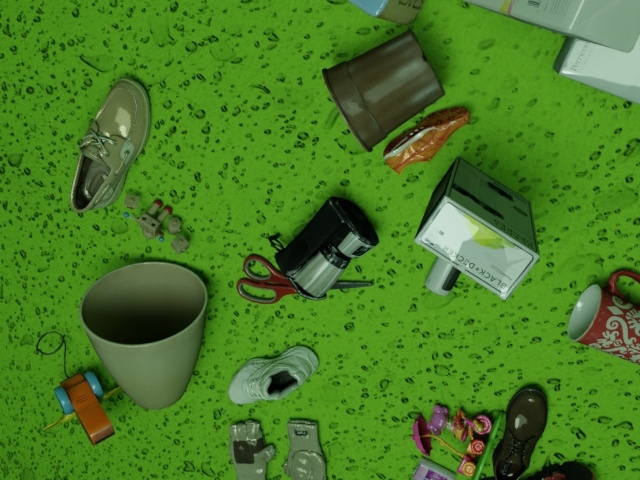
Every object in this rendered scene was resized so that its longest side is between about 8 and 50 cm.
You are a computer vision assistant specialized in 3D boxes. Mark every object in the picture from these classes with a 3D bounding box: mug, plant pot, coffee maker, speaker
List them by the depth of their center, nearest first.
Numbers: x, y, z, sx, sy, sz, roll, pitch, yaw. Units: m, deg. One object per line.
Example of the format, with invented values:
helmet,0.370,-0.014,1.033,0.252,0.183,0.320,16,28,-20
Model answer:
plant pot,0.114,-0.265,1.080,0.165,0.167,0.167,-29,99,16
mug,0.556,0.148,1.117,0.169,0.113,0.150,24,115,4
speaker,0.250,0.036,1.196,0.055,0.055,0.136,26,113,6
coffee maker,0.000,0.000,1.218,0.171,0.120,0.178,45,111,5
plant pot,-0.364,0.231,1.364,0.256,0.256,0.274,12,128,12

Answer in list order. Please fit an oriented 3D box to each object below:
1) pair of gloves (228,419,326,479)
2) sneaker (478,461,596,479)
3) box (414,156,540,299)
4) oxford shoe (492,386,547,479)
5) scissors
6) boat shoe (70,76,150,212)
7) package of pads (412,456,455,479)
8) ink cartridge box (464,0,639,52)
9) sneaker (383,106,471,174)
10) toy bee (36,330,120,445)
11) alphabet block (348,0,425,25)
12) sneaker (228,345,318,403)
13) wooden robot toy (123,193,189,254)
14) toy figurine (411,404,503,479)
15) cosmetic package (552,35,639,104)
pair of gloves,-0.101,0.511,1.475,0.240,0.042,0.204,-7,103,17
sneaker,0.426,0.570,1.300,0.313,0.116,0.136,-21,103,22
box,0.263,-0.033,1.039,0.169,0.290,0.087,34,115,4
oxford shoe,0.404,0.402,1.258,0.082,0.096,0.227,13,110,14
scissors,-0.037,0.104,1.327,0.296,0.021,0.109,12,109,11
boat shoe,-0.441,-0.189,1.296,0.109,0.098,0.302,32,114,4
package of pads,0.248,0.516,1.378,0.083,0.032,0.050,25,115,7
ink cartridge box,0.335,-0.423,0.912,0.119,0.353,0.207,7,116,-24
sneaker,0.198,-0.183,1.140,0.175,0.064,0.067,-29,119,28
toy bee,-0.571,0.377,1.521,0.195,0.298,0.162,-8,142,-16
alphabet block,0.091,-0.471,0.975,0.192,0.197,0.193,39,115,10
sneaker,-0.120,0.308,1.367,0.232,0.115,0.090,-30,98,23
wooden robot toy,-0.354,-0.031,1.359,0.173,0.076,0.079,35,150,2
toy figurine,0.271,0.402,1.299,0.159,0.130,0.173,23,92,18
cosmetic package,0.509,-0.324,0.948,0.224,0.138,0.224,23,113,9
